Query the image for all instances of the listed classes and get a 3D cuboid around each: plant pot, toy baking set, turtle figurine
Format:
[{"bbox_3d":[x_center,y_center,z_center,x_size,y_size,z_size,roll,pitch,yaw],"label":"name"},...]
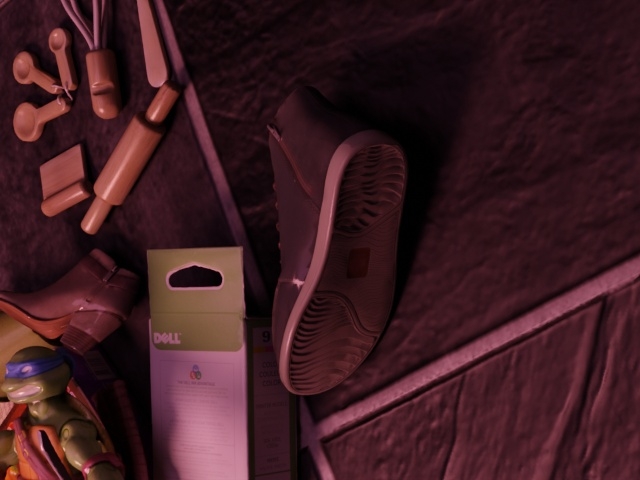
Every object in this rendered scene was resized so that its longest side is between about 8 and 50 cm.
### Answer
[{"bbox_3d":[-0.271,0.091,1.488,0.079,0.083,0.083,-32,71,23],"label":"plant pot"},{"bbox_3d":[-0.198,-0.137,1.443,0.256,0.030,0.197,-52,60,29],"label":"toy baking set"},{"bbox_3d":[-0.225,0.233,1.270,0.197,0.275,0.266,-17,103,7],"label":"turtle figurine"}]

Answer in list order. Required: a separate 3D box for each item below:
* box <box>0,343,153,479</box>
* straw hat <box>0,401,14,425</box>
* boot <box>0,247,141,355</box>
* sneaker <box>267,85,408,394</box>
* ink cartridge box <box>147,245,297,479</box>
[{"bbox_3d":[-0.186,0.263,1.427,0.293,0.057,0.201,52,122,26],"label":"box"},{"bbox_3d":[-0.355,0.170,1.565,0.144,0.061,0.145,1,91,40],"label":"straw hat"},{"bbox_3d":[-0.215,0.044,1.434,0.118,0.042,0.087,28,73,18],"label":"boot"},{"bbox_3d":[0.000,0.000,1.263,0.118,0.083,0.222,46,128,51],"label":"sneaker"},{"bbox_3d":[-0.078,0.109,1.327,0.109,0.062,0.209,-1,90,41],"label":"ink cartridge box"}]
